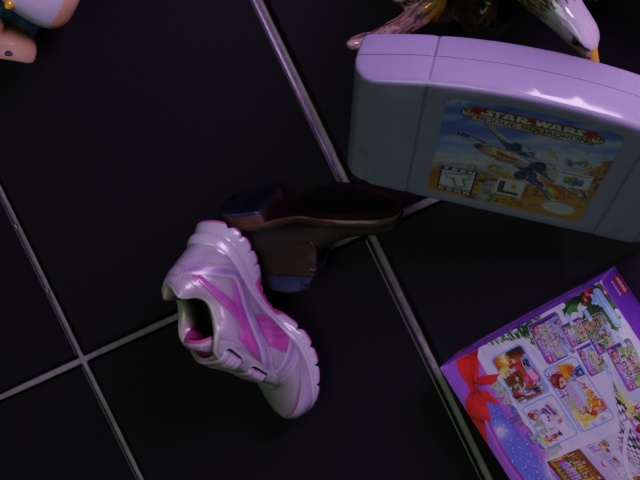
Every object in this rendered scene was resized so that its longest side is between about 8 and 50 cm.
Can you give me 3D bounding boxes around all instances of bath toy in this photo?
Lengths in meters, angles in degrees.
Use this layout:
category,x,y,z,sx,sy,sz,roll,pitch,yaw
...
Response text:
category,x,y,z,sx,sy,sz,roll,pitch,yaw
bath toy,-0.301,-0.360,1.136,0.151,0.129,0.348,45,122,12

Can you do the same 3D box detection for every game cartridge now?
category,x,y,z,sx,sy,sz,roll,pitch,yaw
game cartridge,0.170,-0.085,0.864,0.297,0.198,0.062,13,70,6

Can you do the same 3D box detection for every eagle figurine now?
category,x,y,z,sx,sy,sz,roll,pitch,yaw
eagle figurine,0.196,-0.244,0.822,0.225,0.226,0.298,36,147,-22

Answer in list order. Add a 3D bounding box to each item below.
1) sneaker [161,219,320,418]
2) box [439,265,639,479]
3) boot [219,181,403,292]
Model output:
category,x,y,z,sx,sy,sz,roll,pitch,yaw
sneaker,-0.097,0.107,1.137,0.103,0.111,0.252,-9,118,52
box,0.277,0.198,0.998,0.201,0.057,0.293,-34,86,34
boot,0.000,0.000,1.109,0.219,0.082,0.106,3,123,33
